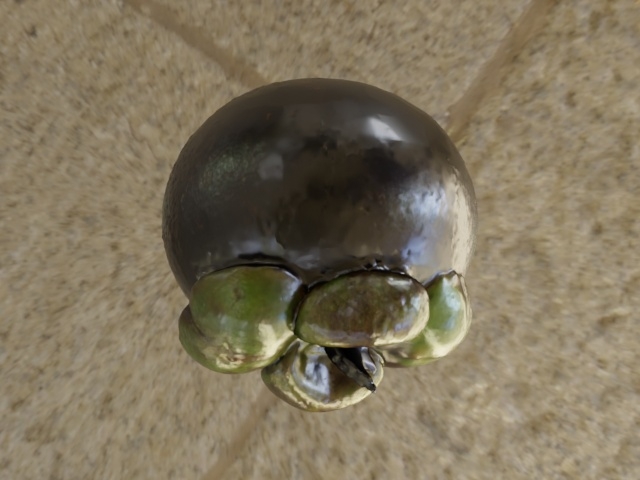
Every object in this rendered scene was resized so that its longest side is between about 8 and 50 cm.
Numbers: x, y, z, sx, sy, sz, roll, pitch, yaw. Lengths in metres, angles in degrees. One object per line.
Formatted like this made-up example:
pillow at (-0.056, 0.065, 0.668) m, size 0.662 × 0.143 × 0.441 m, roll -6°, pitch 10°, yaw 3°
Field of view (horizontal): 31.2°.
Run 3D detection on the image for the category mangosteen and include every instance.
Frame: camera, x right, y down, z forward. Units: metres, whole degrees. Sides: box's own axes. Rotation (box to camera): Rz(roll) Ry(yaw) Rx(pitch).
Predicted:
mangosteen at (0.000, 0.000, 0.793) m, size 0.242 × 0.243 × 0.243 m, roll 0°, pitch 90°, yaw -5°
